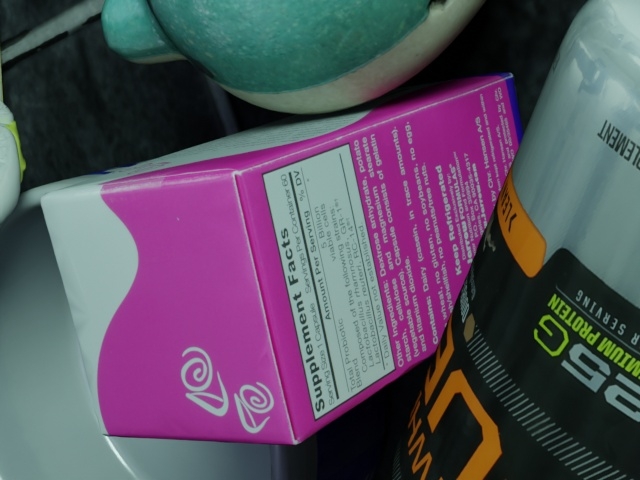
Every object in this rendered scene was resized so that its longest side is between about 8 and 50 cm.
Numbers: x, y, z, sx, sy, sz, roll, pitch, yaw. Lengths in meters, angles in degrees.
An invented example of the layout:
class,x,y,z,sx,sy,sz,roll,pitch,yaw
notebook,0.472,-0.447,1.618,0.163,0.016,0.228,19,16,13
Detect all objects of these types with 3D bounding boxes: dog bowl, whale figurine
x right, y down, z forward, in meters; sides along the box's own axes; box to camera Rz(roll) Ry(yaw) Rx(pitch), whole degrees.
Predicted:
class,x,y,z,sx,sy,sz,roll,pitch,yaw
dog bowl,-0.094,0.085,0.741,0.265,0.104,0.265,13,112,34
whale figurine,-0.038,-0.179,0.569,0.216,0.141,0.272,-48,54,4

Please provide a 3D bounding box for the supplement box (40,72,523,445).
class,x,y,z,sx,sy,sz,roll,pitch,yaw
supplement box,0.000,0.000,0.566,0.111,0.220,0.114,-4,102,38

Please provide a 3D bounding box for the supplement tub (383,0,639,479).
class,x,y,z,sx,sy,sz,roll,pitch,yaw
supplement tub,0.141,0.084,0.496,0.207,0.207,0.338,32,121,25

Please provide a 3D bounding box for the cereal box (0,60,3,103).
class,x,y,z,sx,sy,sz,roll,pitch,yaw
cereal box,-0.294,-0.138,0.856,0.173,0.047,0.240,13,112,32

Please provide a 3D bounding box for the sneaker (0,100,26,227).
class,x,y,z,sx,sy,sz,roll,pitch,yaw
sneaker,-0.234,-0.036,0.748,0.240,0.091,0.126,47,145,46
